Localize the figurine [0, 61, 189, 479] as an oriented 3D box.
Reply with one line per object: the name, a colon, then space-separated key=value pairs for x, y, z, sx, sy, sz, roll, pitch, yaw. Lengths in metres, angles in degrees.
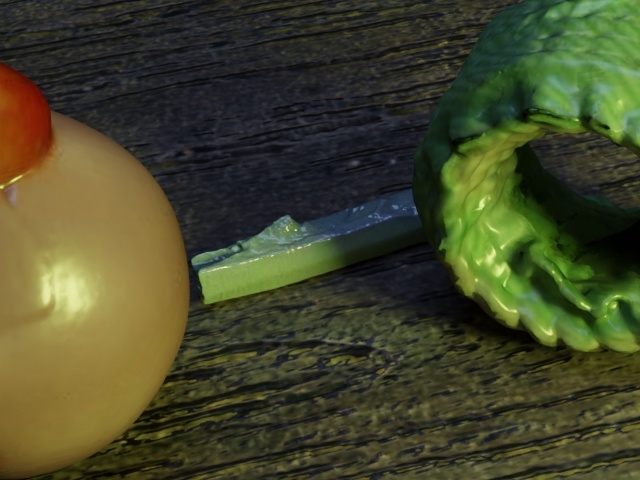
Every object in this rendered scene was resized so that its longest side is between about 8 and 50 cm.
figurine: x=-0.180 y=0.012 z=0.946 sx=0.211 sy=0.261 sz=0.269 roll=-1 pitch=1 yaw=-21

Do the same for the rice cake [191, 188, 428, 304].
rice cake: x=0.000 y=0.000 z=1.109 sx=0.180 sy=0.042 sz=0.030 roll=-17 pitch=36 yaw=-16

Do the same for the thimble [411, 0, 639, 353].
thimble: x=0.170 y=-0.039 z=1.008 sx=0.219 sy=0.219 sz=0.150 roll=9 pitch=41 yaw=18
